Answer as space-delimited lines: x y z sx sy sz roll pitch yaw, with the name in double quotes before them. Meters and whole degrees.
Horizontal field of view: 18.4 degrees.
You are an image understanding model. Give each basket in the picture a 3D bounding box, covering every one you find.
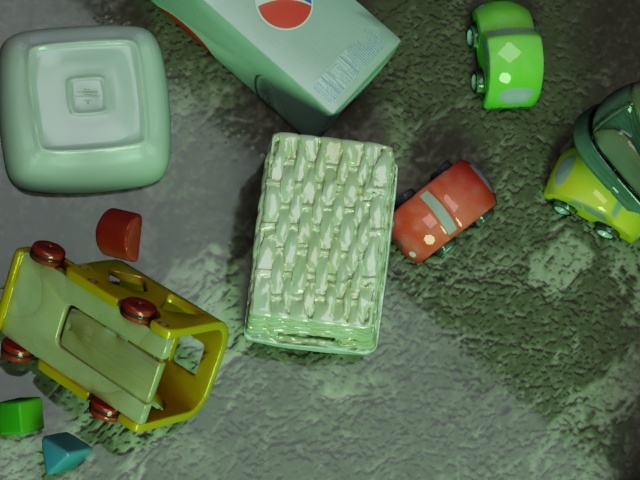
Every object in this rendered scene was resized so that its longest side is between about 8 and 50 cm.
"basket" 0.000 0.000 1.593 0.113 0.103 0.167 7 78 2

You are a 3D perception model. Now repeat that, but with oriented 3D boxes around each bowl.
"bowl" -0.192 -0.113 1.617 0.142 0.053 0.142 -4 80 -12

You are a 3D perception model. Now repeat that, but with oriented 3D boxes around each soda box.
"soda box" -0.075 -0.214 1.634 0.286 0.098 0.091 42 74 0

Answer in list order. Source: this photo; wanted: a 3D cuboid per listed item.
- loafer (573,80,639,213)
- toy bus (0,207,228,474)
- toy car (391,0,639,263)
"loafer" 0.328 -0.025 1.630 0.267 0.084 0.096 41 43 -9
"toy bus" -0.170 0.066 1.557 0.104 0.191 0.202 -7 78 -55
"toy car" 0.166 -0.101 1.677 0.239 0.053 0.225 -5 80 -11
